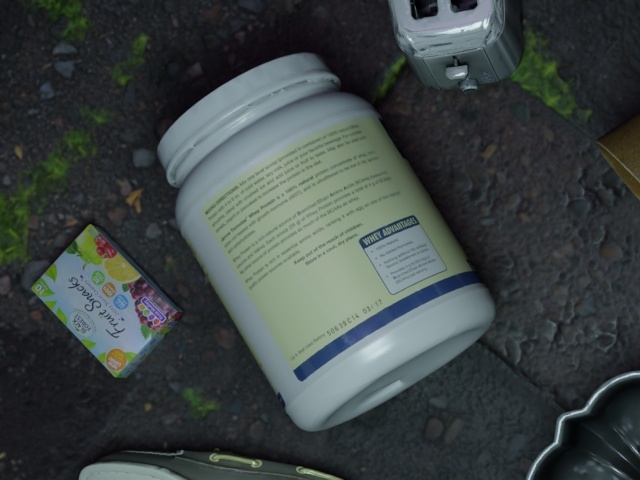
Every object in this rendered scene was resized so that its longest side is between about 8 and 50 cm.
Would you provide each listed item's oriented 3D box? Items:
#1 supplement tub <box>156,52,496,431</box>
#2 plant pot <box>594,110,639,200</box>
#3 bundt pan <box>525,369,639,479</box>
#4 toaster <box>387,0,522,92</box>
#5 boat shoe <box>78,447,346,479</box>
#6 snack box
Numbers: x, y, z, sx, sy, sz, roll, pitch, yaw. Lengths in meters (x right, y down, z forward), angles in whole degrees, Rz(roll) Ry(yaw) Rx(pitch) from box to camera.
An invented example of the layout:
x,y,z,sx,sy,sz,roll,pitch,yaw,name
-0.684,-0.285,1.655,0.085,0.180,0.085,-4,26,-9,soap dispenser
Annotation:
x,y,z,sx,sy,sz,roll,pitch,yaw,name
0.000,0.000,1.731,0.235,0.235,0.325,-33,78,8,supplement tub
0.432,-0.090,1.634,0.254,0.237,0.237,-42,77,6,plant pot
0.359,0.276,1.657,0.331,0.124,0.331,0,88,12,bundt pan
0.133,-0.270,1.771,0.129,0.146,0.227,-7,83,12,toaster
-0.101,0.271,1.802,0.305,0.091,0.109,10,124,16,boat shoe
-0.231,0.066,1.881,0.141,0.037,0.100,44,97,14,snack box
